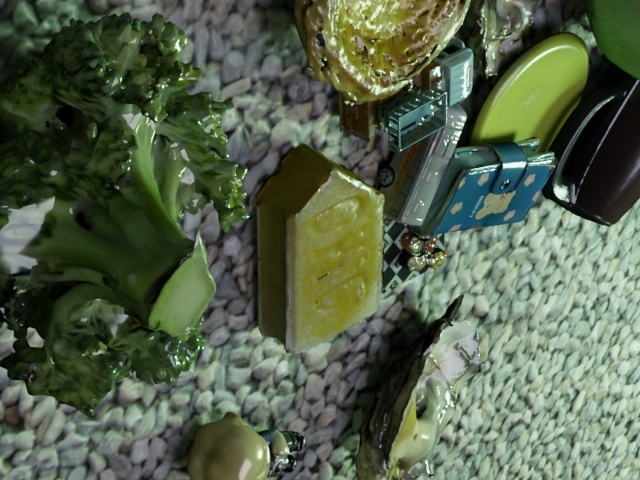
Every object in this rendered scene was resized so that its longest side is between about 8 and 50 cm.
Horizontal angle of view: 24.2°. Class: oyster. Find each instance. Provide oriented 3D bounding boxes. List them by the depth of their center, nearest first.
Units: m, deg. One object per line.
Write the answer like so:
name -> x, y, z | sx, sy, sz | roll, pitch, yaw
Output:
oyster -> 0.233, -0.349, 1.850 | 0.128, 0.078, 0.345 | -32, 144, -29
oyster -> 0.142, 0.221, 2.146 | 0.271, 0.100, 0.275 | -34, 131, -32

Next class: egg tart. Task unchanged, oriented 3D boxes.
egg tart -> 0.061, -0.291, 1.688 | 0.290, 0.107, 0.291 | -23, 127, -35

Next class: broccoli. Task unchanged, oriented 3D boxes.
broccoli -> -0.213, -0.016, 1.468 | 0.338, 0.318, 0.277 | -34, 147, 24

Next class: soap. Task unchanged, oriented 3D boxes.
soap -> 0.000, 0.000, 1.847 | 0.160, 0.080, 0.258 | -27, 134, -32

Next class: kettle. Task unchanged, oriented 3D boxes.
kettle -> 0.424, -0.137, 2.151 | 0.202, 0.144, 0.232 | 17, 107, -48

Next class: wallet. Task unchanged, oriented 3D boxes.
wallet -> 0.220, -0.070, 2.009 | 0.202, 0.059, 0.141 | -9, 135, -42

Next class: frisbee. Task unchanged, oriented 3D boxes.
frisbee -> 0.289, -0.180, 2.048 | 0.236, 0.017, 0.236 | -32, 145, -26

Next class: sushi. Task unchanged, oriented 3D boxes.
sushi -> 0.138, 0.007, 2.042 | 0.120, 0.026, 0.126 | -25, 132, -32

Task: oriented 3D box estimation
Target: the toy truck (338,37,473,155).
toy truck -> 0.117, -0.183, 1.811 | 0.177, 0.115, 0.080 | -31, 136, -31

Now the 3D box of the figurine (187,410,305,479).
figurine -> -0.090, 0.290, 1.948 | 0.196, 0.108, 0.114 | 10, 113, -56

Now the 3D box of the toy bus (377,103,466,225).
toy bus -> 0.127, -0.105, 1.914 | 0.057, 0.072, 0.172 | 9, 109, -45

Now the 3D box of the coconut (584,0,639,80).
coconut -> 0.507, -0.320, 1.957 | 0.281, 0.328, 0.328 | -21, 131, -39
